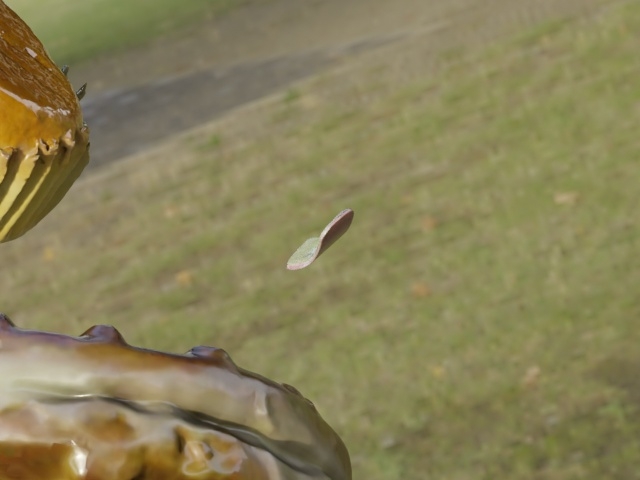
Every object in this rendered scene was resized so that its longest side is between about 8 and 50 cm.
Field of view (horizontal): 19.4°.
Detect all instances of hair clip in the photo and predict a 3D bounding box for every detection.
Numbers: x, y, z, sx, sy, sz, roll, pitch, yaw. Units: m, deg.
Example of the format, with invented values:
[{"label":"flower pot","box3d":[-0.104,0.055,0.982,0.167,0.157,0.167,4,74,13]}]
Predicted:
[{"label":"hair clip","box3d":[0.001,0.001,2.040,0.054,0.022,0.137,-43,1,-26]}]

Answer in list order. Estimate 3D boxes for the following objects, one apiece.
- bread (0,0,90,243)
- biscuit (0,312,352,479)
[{"label":"bread","box3d":[-0.359,-0.166,1.541,0.183,0.389,0.236,-49,5,30]},{"label":"biscuit","box3d":[-0.135,0.143,0.963,0.332,0.332,0.103,-14,55,24]}]
